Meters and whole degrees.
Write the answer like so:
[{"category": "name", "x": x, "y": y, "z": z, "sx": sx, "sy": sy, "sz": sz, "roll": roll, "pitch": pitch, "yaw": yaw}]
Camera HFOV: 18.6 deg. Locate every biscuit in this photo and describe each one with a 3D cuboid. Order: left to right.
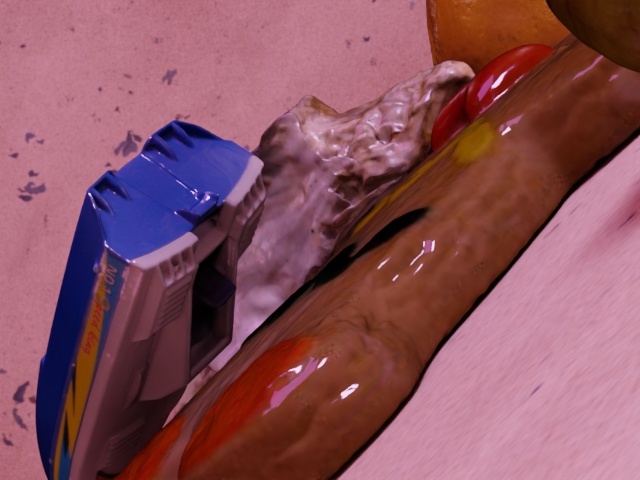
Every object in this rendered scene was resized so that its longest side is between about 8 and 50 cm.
[{"category": "biscuit", "x": 0.030, "y": 0.021, "z": 1.079, "sx": 0.394, "sy": 0.076, "sz": 0.368, "roll": -46, "pitch": 3, "yaw": -26}]

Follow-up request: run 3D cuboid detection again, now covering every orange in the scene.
[{"category": "orange", "x": 0.139, "y": -0.150, "z": 1.337, "sx": 0.134, "sy": 0.155, "sz": 0.154, "roll": -12, "pitch": -2, "yaw": -7}]

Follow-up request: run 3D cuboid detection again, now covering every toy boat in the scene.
[{"category": "toy boat", "x": -0.108, "y": 0.075, "z": 1.153, "sx": 0.129, "sy": 0.088, "sz": 0.295, "roll": -44, "pitch": -19, "yaw": -46}]

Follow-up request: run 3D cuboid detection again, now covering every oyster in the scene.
[{"category": "oyster", "x": -0.005, "y": -0.002, "z": 1.364, "sx": 0.166, "sy": 0.110, "sz": 0.341, "roll": -20, "pitch": -34, "yaw": -43}]

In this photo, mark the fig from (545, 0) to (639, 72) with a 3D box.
[{"category": "fig", "x": 0.193, "y": -0.135, "z": 0.807, "sx": 0.151, "sy": 0.151, "sz": 0.259, "roll": -44, "pitch": -25, "yaw": 28}]
